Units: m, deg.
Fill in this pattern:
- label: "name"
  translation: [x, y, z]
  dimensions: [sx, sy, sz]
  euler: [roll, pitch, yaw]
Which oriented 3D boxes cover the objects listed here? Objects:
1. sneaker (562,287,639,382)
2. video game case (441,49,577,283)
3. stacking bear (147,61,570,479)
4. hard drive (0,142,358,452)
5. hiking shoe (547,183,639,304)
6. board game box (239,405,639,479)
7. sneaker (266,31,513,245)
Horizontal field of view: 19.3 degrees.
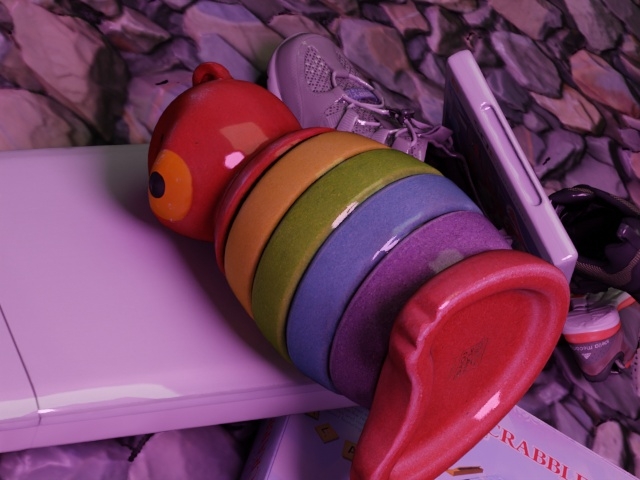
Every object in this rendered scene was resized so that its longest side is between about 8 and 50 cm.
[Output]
- label: "sneaker"
  translation: [0.237, 0.078, 1.559]
  dimensions: [0.158, 0.061, 0.065]
  euler: [-29, 109, -61]
- label: "video game case"
  translation: [0.142, -0.031, 1.469]
  dimensions: [0.023, 0.201, 0.183]
  euler: [-24, 72, -6]
- label: "stacking bear"
  translation: [0.000, 0.000, 1.190]
  dimensions: [0.164, 0.175, 0.289]
  euler: [-24, 52, -39]
- label: "hard drive"
  translation: [-0.094, 0.025, 1.266]
  dimensions: [0.353, 0.047, 0.233]
  euler: [-4, 47, -30]
- label: "hiking shoe"
  translation: [0.212, -0.011, 1.501]
  dimensions: [0.114, 0.227, 0.086]
  euler: [41, 79, -27]
- label: "board game box"
  translation: [0.090, 0.227, 1.263]
  dimensions: [0.318, 0.066, 0.318]
  euler: [32, 38, -9]
- label: "sneaker"
  translation: [0.064, -0.068, 1.499]
  dimensions: [0.105, 0.115, 0.281]
  euler: [-15, 62, -46]
